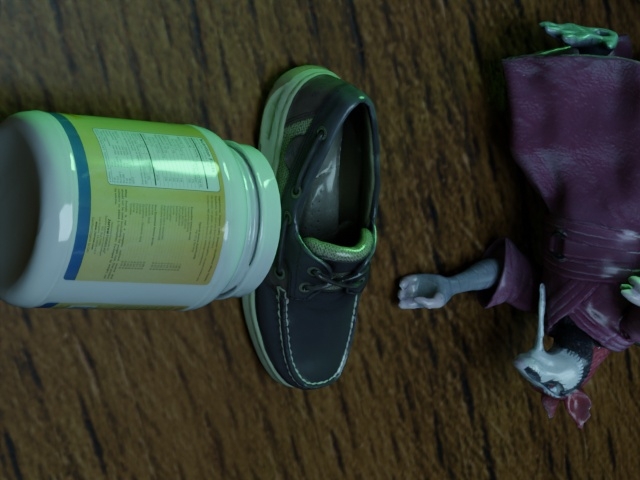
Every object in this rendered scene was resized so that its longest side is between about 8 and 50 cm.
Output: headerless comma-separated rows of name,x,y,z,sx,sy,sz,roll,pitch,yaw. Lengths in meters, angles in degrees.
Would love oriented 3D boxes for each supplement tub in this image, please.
supplement tub,-0.145,-0.019,1.247,0.200,0.144,0.144,3,104,-35

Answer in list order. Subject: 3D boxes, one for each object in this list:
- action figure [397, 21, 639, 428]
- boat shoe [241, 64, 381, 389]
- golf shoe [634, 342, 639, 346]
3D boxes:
action figure,0.246,-0.013,1.519,0.276,0.248,0.370,-18,120,-55
boat shoe,0.000,0.000,1.386,0.103,0.092,0.285,-7,110,-33
golf shoe,0.368,-0.021,1.617,0.105,0.120,0.273,11,99,-35
